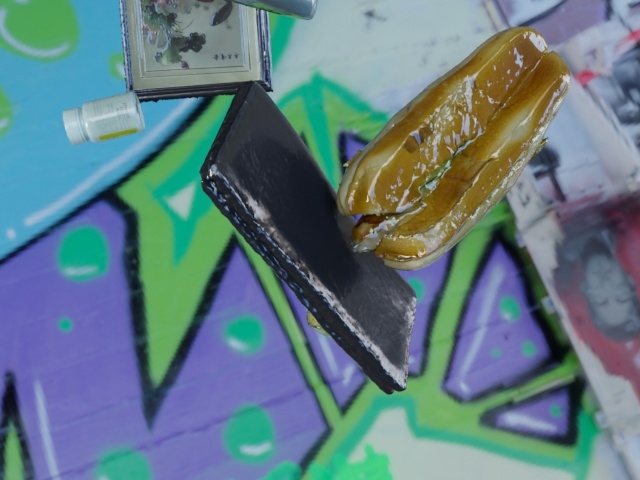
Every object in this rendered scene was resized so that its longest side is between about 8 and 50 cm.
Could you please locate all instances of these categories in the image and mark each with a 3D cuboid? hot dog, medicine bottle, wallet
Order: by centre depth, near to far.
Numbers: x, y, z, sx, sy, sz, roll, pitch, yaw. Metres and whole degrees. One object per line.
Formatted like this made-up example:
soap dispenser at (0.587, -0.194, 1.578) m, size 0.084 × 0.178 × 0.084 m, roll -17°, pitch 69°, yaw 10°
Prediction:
wallet at (-0.001, 0.000, 0.802) m, size 0.025 × 0.244 × 0.124 m, roll -24°, pitch -149°, yaw 30°
hot dog at (0.115, -0.079, 0.855) m, size 0.269 × 0.109 × 0.072 m, roll -44°, pitch -175°, yaw -24°
medicine bottle at (-0.239, -0.134, 1.163) m, size 0.083 × 0.047 × 0.047 m, roll -14°, pitch 165°, yaw -1°

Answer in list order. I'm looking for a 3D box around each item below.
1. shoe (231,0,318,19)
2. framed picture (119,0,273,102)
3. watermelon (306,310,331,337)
shoe at (-0.083, -0.227, 0.783) m, size 0.195 × 0.078 × 0.079 m, roll 20°, pitch -178°, yaw -22°
framed picture at (-0.145, -0.264, 1.225) m, size 0.195 × 0.199 × 0.010 m, roll -9°, pitch -167°, yaw -30°
watermelon at (0.037, 0.068, 1.126) m, size 0.105 × 0.062 × 0.105 m, roll -33°, pitch -157°, yaw 16°
